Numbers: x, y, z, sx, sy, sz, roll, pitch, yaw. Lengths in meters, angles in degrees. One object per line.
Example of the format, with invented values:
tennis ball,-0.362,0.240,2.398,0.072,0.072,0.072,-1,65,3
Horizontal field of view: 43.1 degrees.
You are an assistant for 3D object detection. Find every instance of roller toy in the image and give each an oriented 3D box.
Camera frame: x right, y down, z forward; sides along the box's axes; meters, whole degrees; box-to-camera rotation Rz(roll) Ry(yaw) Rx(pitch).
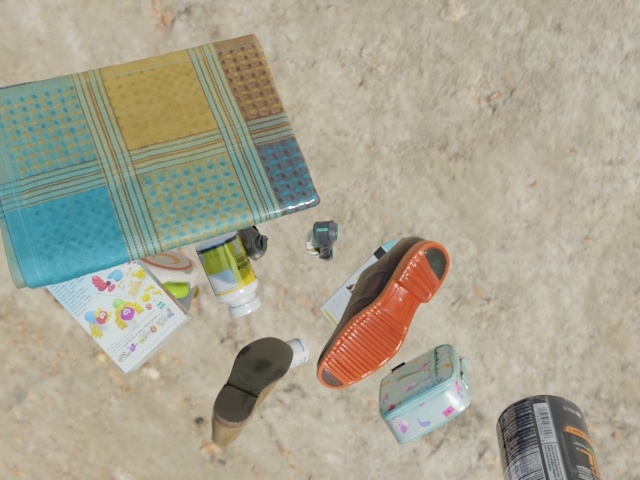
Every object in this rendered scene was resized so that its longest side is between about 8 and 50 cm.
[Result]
roller toy,-0.417,0.113,2.091,0.191,0.209,0.146,18,105,4

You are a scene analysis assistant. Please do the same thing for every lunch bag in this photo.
lunch bag,0.252,0.354,1.942,0.224,0.279,0.108,-34,97,12

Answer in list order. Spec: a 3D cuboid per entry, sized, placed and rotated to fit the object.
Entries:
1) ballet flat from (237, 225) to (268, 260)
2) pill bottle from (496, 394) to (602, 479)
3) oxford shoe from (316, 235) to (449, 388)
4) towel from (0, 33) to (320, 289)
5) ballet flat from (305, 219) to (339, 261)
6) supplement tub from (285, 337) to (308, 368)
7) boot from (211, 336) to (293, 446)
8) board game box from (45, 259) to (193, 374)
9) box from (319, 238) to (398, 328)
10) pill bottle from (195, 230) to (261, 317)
ballet flat,-0.187,-0.060,1.915,0.058,0.084,0.250,-41,57,16
pill bottle,0.313,0.337,1.085,0.130,0.246,0.131,2,126,2
oxford shoe,0.082,0.107,1.231,0.097,0.271,0.098,48,169,-30
towel,-0.216,-0.107,0.999,0.040,0.370,0.272,103,148,-66
ballet flat,0.000,0.000,1.811,0.074,0.074,0.203,29,165,5
supplement tub,-0.090,0.292,2.048,0.071,0.107,0.071,28,125,51
boot,-0.158,0.325,1.780,0.112,0.305,0.115,27,127,9
board game box,-0.369,0.081,1.414,0.275,0.144,0.142,47,173,1
box,0.107,0.110,1.765,0.100,0.060,0.244,51,127,10
pill bottle,-0.202,0.075,1.820,0.103,0.103,0.184,-15,102,34
